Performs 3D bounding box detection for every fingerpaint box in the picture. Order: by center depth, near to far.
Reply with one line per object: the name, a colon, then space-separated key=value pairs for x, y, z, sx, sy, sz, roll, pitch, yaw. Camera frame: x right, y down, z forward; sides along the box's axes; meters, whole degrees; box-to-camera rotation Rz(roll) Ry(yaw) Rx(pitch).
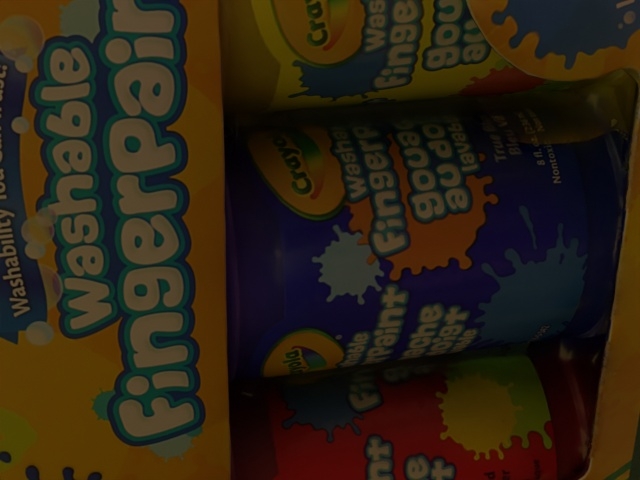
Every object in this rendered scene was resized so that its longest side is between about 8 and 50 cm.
fingerpaint box: x=0.000 y=0.000 z=0.591 sx=0.371 sy=0.163 sz=0.444 roll=-5 pitch=115 yaw=-14
